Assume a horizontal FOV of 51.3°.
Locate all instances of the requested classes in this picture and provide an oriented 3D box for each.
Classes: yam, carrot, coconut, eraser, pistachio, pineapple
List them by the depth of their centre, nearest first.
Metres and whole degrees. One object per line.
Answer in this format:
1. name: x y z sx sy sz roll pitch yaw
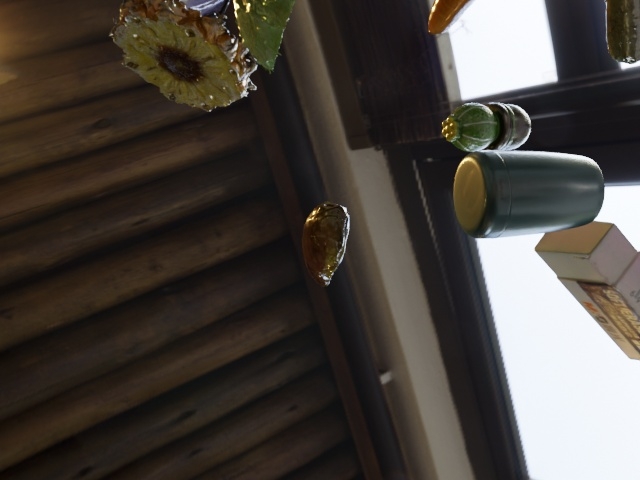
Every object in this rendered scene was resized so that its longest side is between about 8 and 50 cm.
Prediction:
1. coconut: -0.012 -0.191 0.398 0.055 0.133 0.157 20 -105 -22
2. carrot: 0.173 -0.290 0.720 0.066 0.271 0.062 -14 -88 -25
3. yam: 0.379 -0.286 0.824 0.054 0.054 0.132 -49 -43 -23
4. pistachio: 0.000 0.000 0.844 0.049 0.173 0.089 9 -115 -6
5. pineapple: -0.174 -0.239 0.868 0.221 0.221 0.047 31 -113 -32
6. eraser: 0.479 0.083 1.058 0.287 0.130 0.086 44 -102 -20

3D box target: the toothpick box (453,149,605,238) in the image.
1. toothpick box: 0.288 -0.066 0.917 0.184 0.120 0.120 -4 -86 -12

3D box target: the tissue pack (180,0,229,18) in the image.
1. tissue pack: -0.174 -0.476 0.888 0.126 0.344 0.242 -17 -96 -24

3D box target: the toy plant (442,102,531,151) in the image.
1. toy plant: 0.297 -0.205 1.212 0.163 0.093 0.092 -7 -84 -26
